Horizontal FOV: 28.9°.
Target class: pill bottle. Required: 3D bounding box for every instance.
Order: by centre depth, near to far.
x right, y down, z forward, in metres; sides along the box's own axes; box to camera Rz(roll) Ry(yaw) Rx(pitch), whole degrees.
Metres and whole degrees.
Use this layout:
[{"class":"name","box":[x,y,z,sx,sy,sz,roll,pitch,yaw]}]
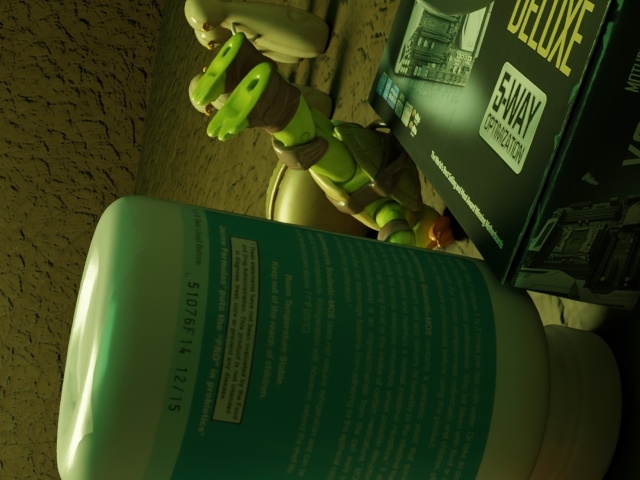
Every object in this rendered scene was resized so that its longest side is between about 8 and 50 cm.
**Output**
[{"class":"pill bottle","box":[0.011,0.070,0.618,0.146,0.264,0.146,-169,90,-75]}]

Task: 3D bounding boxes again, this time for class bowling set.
[{"class":"bowling set","box":[-0.089,-0.191,1.342,0.200,0.154,0.287,119,156,-48]}]

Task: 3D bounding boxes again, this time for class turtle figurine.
[{"class":"turtle figurine","box":[0.021,-0.041,0.838,0.087,0.217,0.270,-40,33,21]}]

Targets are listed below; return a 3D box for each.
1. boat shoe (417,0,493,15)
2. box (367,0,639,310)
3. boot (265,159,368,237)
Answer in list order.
[{"class":"boat shoe","box":[0.091,-0.225,0.612,0.076,0.080,0.229,-101,20,-51]},{"class":"box","box":[0.127,-0.137,0.690,0.307,0.076,0.243,-114,38,-64]},{"class":"boot","box":[0.011,0.078,0.962,0.270,0.089,0.236,-104,19,-56]}]
